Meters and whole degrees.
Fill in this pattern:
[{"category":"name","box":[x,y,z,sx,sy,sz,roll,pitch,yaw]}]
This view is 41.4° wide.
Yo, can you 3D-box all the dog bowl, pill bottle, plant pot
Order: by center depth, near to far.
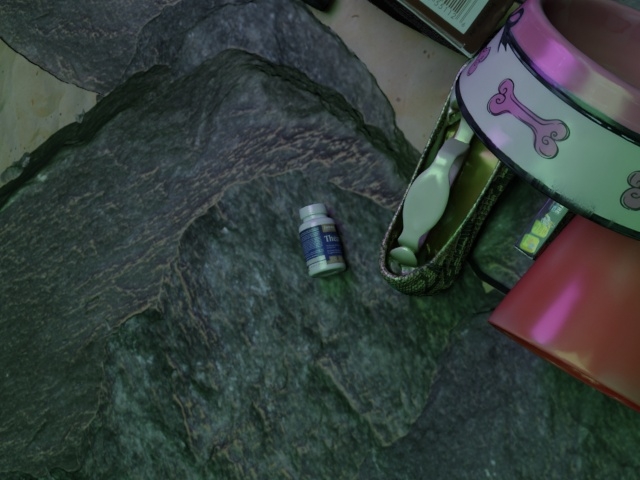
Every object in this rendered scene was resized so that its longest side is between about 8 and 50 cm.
[{"category":"dog bowl","box":[0.388,-0.176,1.083,0.408,0.408,0.150,43,128,24]},{"category":"plant pot","box":[0.409,0.080,1.160,0.275,0.275,0.243,30,88,27]},{"category":"pill bottle","box":[0.000,0.000,1.468,0.067,0.067,0.120,-19,76,24]}]

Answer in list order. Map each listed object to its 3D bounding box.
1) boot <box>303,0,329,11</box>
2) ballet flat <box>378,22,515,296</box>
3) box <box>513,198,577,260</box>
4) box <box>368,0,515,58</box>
[{"category":"boot","box":[-0.039,-0.595,1.536,0.223,0.118,0.338,-42,72,11]},{"category":"ballet flat","box":[0.224,-0.132,1.305,0.164,0.182,0.482,28,97,25]},{"category":"box","box":[0.376,-0.059,1.257,0.036,0.114,0.207,40,102,25]},{"category":"box","box":[0.133,-0.409,1.265,0.143,0.191,0.381,-53,21,13]}]
